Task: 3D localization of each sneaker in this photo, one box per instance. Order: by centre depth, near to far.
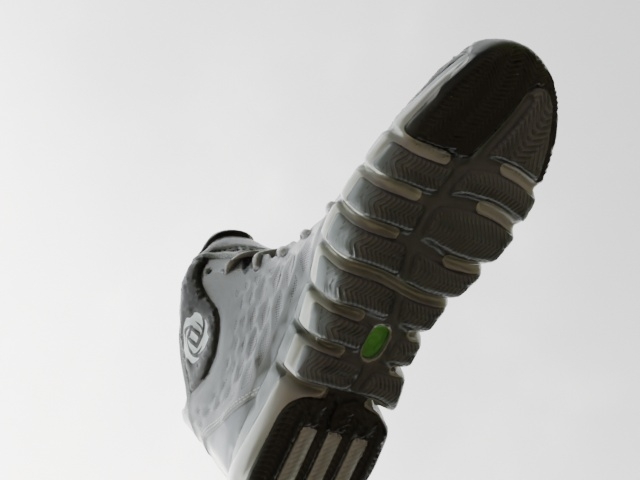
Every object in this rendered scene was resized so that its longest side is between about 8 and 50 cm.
[{"bbox_3d":[0.000,0.000,0.661,0.086,0.132,0.228,27,-85,-40],"label":"sneaker"}]
